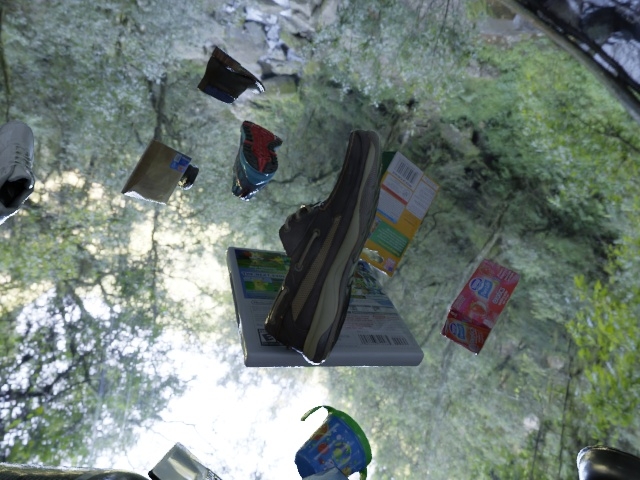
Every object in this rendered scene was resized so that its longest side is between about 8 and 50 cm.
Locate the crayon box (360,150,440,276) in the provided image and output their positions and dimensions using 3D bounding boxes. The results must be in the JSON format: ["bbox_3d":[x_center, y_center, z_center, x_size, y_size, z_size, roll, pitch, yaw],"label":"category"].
[{"bbox_3d":[0.202,-0.080,1.283,0.203,0.323,0.083,31,176,-29],"label":"crayon box"}]

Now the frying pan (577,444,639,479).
[{"bbox_3d":[0.534,0.436,0.610,0.053,0.198,0.326,-31,-137,-25],"label":"frying pan"}]

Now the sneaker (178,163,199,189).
[{"bbox_3d":[-0.494,-0.232,1.389,0.132,0.086,0.228,27,171,-35],"label":"sneaker"}]

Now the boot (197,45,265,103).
[{"bbox_3d":[-0.224,-0.394,1.068,0.082,0.106,0.219,41,-169,18],"label":"boot"}]

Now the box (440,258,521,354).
[{"bbox_3d":[0.472,0.187,1.243,0.122,0.128,0.256,29,-132,25],"label":"box"}]

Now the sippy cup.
[{"bbox_3d":[0.032,0.785,1.549,0.223,0.240,0.305,-24,-133,-37],"label":"sippy cup"}]

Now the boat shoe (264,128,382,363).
[{"bbox_3d":[0.000,0.000,0.630,0.130,0.356,0.132,16,179,10],"label":"boat shoe"}]

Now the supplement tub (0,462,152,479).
[{"bbox_3d":[-0.312,0.355,0.450,0.337,0.208,0.207,-6,176,14],"label":"supplement tub"}]

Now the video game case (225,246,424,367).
[{"bbox_3d":[-0.005,0.121,0.820,0.328,0.036,0.300,6,-150,-23],"label":"video game case"}]

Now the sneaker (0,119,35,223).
[{"bbox_3d":[-0.618,-0.141,0.862,0.115,0.233,0.090,-5,163,24],"label":"sneaker"}]

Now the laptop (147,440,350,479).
[{"bbox_3d":[-0.147,0.557,1.024,0.407,0.236,0.382,39,160,3],"label":"laptop"}]

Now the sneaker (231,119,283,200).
[{"bbox_3d":[-0.162,-0.183,0.966,0.104,0.125,0.262,28,-152,-17],"label":"sneaker"}]

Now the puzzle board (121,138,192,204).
[{"bbox_3d":[-0.269,-0.111,0.702,0.011,0.097,0.128,31,-177,9],"label":"puzzle board"}]
